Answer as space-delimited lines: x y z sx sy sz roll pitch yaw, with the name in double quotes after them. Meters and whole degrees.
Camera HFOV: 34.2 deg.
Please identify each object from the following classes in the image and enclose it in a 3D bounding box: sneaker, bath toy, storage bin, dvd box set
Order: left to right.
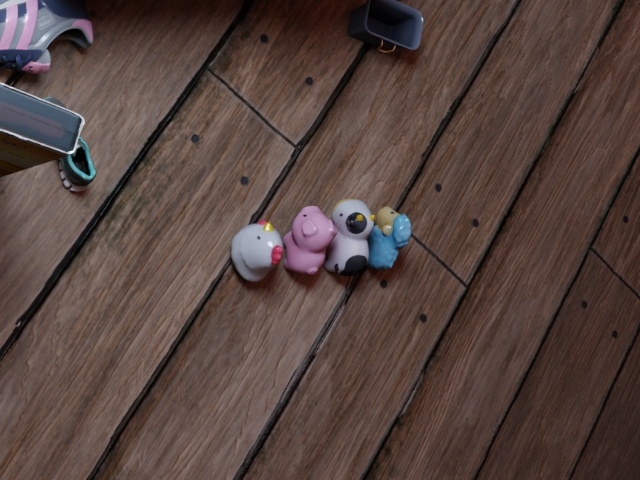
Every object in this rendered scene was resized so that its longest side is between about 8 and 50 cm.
-0.548 -0.174 1.461 0.307 0.420 0.062 20 77 -31 "dvd box set"
-0.506 -0.313 1.674 0.319 0.112 0.131 -35 103 -27 "sneaker"
-0.419 -0.165 1.744 0.065 0.076 0.166 -31 104 -30 "sneaker"
0.000 0.000 1.972 0.348 0.129 0.151 -6 91 -32 "bath toy"
0.124 -0.424 2.088 0.135 0.091 0.098 14 81 -30 "storage bin"
